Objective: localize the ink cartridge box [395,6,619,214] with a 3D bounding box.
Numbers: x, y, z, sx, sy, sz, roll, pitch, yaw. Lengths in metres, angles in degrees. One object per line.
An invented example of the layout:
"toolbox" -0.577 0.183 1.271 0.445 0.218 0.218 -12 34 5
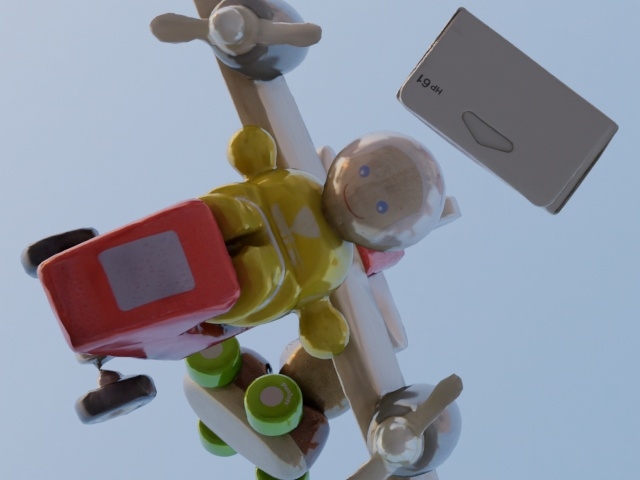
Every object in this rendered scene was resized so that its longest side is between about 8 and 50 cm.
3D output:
"ink cartridge box" 0.084 -0.059 0.696 0.088 0.122 0.052 37 -83 1

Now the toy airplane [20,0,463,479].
"toy airplane" 0.000 0.000 1.132 0.386 0.272 0.384 38 -135 -26

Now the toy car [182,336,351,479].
"toy car" -0.019 0.120 1.391 0.149 0.155 0.188 35 -118 26
